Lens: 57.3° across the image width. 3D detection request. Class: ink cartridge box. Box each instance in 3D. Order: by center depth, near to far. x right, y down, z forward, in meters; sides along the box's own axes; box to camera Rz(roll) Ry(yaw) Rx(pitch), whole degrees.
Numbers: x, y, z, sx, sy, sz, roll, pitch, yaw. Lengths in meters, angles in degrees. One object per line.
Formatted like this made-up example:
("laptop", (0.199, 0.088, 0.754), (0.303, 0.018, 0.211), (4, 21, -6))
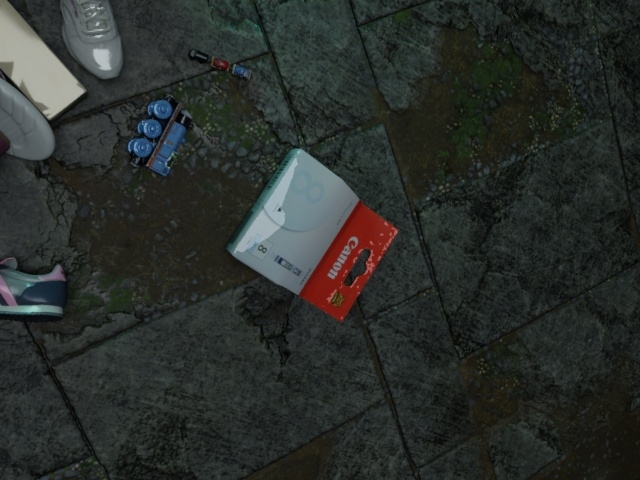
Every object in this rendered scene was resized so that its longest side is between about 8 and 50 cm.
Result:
("ink cartridge box", (0.000, 0.000, 1.499), (0.385, 0.091, 0.308), (34, 85, -20))

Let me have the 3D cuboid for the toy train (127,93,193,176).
("toy train", (-0.363, -0.239, 1.340), (0.105, 0.080, 0.184), (29, 84, -31))

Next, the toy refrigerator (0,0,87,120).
("toy refrigerator", (-0.618, -0.383, 1.214), (0.102, 0.094, 0.269), (-43, 107, -10))

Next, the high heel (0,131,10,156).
("high heel", (-0.778, -0.239, 1.075), (0.377, 0.127, 0.181), (39, 41, -25))

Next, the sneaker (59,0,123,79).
("sneaker", (-0.493, -0.489, 1.215), (0.114, 0.152, 0.305), (-20, 105, -19))

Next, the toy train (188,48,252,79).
("toy train", (-0.233, -0.416, 1.383), (0.158, 0.036, 0.027), (15, 92, -22))

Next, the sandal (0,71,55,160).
("sandal", (-0.709, -0.327, 1.177), (0.416, 0.169, 0.102), (38, 43, -22))

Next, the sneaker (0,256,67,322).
("sneaker", (-0.710, 0.096, 1.252), (0.319, 0.112, 0.131), (9, 70, -19))
